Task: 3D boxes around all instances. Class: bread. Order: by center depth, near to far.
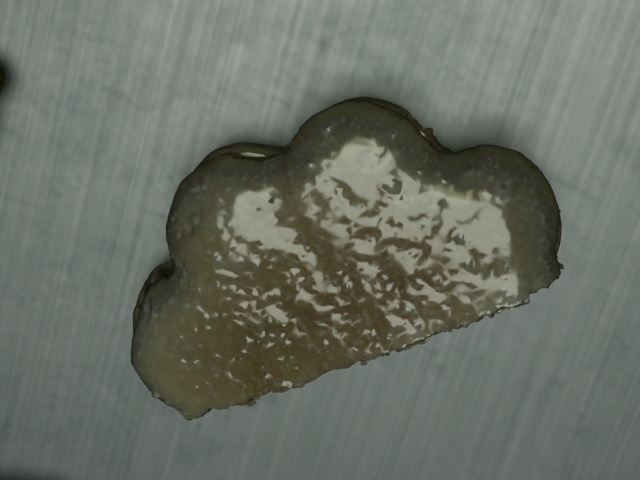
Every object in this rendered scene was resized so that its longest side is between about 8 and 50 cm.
[{"bbox_3d":[0.001,0.000,0.805,0.337,0.102,0.183,-21,101,11],"label":"bread"}]

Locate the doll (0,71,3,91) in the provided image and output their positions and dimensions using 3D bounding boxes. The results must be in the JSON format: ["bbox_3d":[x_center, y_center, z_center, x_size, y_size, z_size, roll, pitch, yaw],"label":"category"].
[{"bbox_3d":[-0.338,-0.130,0.783,0.209,0.097,0.137,37,91,-2],"label":"doll"}]
